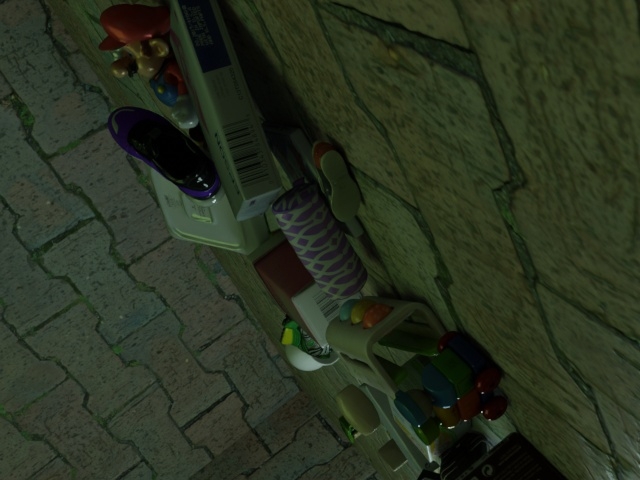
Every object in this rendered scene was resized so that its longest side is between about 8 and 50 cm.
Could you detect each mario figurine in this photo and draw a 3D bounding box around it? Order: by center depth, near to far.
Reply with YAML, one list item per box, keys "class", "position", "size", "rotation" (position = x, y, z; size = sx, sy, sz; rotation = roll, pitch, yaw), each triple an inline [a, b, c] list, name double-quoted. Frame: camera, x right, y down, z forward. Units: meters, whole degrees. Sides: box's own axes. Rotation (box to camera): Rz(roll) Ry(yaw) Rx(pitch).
- class: "mario figurine"
  position: [-0.304, -0.290, 1.652]
  size: [0.198, 0.170, 0.320]
  rotation: [-9, 133, 38]

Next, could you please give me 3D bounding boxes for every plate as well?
- class: "plate"
  position: [-0.247, -0.079, 1.873]
  size: [0.277, 0.045, 0.277]
  rotation: [12, 136, 26]

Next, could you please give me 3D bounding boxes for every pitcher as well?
- class: "pitcher"
  position: [-0.030, 0.265, 2.438]
  size: [0.207, 0.125, 0.178]
  rotation: [143, 111, -69]

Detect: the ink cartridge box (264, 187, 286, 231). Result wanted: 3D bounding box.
- class: "ink cartridge box"
  position: [-0.104, -0.109, 1.797]
  size: [0.145, 0.045, 0.179]
  rotation: [167, 85, -79]

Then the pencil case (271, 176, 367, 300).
- class: "pencil case"
  position: [0.000, 0.000, 1.428]
  size: [0.206, 0.086, 0.088]
  rotation: [60, -158, -26]

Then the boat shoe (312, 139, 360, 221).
- class: "boat shoe"
  position: [0.021, -0.085, 1.281]
  size: [0.043, 0.049, 0.137]
  rotation: [47, 165, 45]

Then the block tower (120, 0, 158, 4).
- class: "block tower"
  position: [-0.340, -0.514, 1.345]
  size: [0.336, 0.091, 0.097]
  rotation: [59, 167, -29]

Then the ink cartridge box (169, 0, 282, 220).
- class: "ink cartridge box"
  position: [-0.158, -0.198, 1.404]
  size: [0.330, 0.071, 0.324]
  rotation: [145, 105, -78]

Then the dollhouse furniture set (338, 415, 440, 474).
- class: "dollhouse furniture set"
  position: [0.178, 0.507, 2.178]
  size: [0.197, 0.151, 0.302]
  rotation: [48, 168, 27]

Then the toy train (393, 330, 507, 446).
- class: "toy train"
  position: [0.198, 0.259, 1.350]
  size: [0.105, 0.143, 0.248]
  rotation: [45, 166, 39]

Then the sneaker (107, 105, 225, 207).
- class: "sneaker"
  position: [-0.308, -0.190, 1.717]
  size: [0.293, 0.102, 0.146]
  rotation: [36, 172, 19]

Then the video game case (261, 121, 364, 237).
- class: "video game case"
  position: [-0.020, -0.102, 1.460]
  size: [0.201, 0.023, 0.183]
  rotation: [58, 168, -20]

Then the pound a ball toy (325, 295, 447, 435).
- class: "pound a ball toy"
  position: [0.074, 0.181, 1.458]
  size: [0.136, 0.208, 0.319]
  rotation: [54, 170, -6]

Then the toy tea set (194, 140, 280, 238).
- class: "toy tea set"
  position: [-0.199, -0.086, 1.987]
  size: [0.336, 0.124, 0.200]
  rotation: [57, 168, -19]

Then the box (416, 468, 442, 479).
- class: "box"
  position: [0.334, 0.602, 1.856]
  size: [0.216, 0.060, 0.270]
  rotation: [3, 134, 43]

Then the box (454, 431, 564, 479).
- class: "box"
  position: [0.310, 0.447, 1.399]
  size: [0.167, 0.168, 0.203]
  rotation: [44, 165, 39]

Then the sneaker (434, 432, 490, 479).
- class: "sneaker"
  position: [0.300, 0.444, 1.663]
  size: [0.162, 0.106, 0.281]
  rotation: [49, 180, -3]

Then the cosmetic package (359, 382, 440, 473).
- class: "cosmetic package"
  position: [0.186, 0.394, 1.960]
  size: [0.231, 0.085, 0.117]
  rotation: [57, 170, 5]

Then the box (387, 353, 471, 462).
- class: "box"
  position: [0.193, 0.296, 1.588]
  size: [0.114, 0.103, 0.203]
  rotation: [48, 168, 29]

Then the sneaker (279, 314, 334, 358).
- class: "sneaker"
  position: [-0.002, 0.186, 2.095]
  size: [0.146, 0.134, 0.343]
  rotation: [26, 161, 6]

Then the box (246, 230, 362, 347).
- class: "box"
  position: [-0.029, 0.088, 1.811]
  size: [0.232, 0.126, 0.149]
  rotation: [36, 160, 57]
